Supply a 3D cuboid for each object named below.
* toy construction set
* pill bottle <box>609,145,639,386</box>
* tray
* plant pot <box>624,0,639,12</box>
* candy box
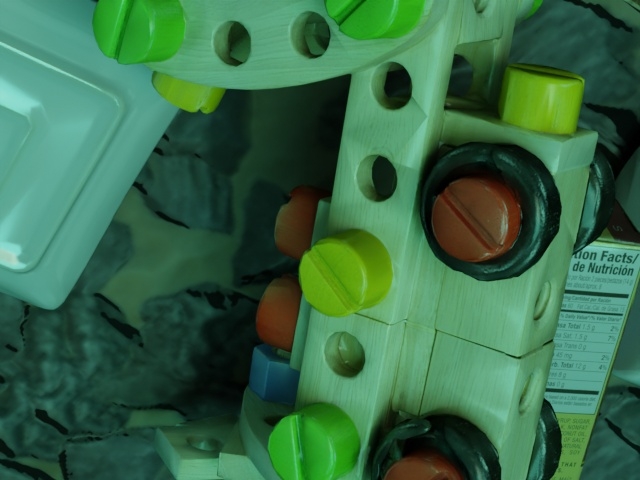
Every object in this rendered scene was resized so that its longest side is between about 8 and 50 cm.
[{"bbox_3d":[0.000,0.000,0.670,0.215,0.151,0.328,18,123,27],"label":"toy construction set"},{"bbox_3d":[0.260,0.041,0.772,0.264,0.153,0.153,20,114,-19],"label":"pill bottle"},{"bbox_3d":[-0.195,-0.069,0.698,0.270,0.030,0.145,24,112,-22],"label":"tray"},{"bbox_3d":[0.103,-0.190,0.616,0.167,0.167,0.165,29,103,-24],"label":"plant pot"},{"bbox_3d":[0.084,0.054,0.772,0.053,0.109,0.187,5,118,-13],"label":"candy box"}]
